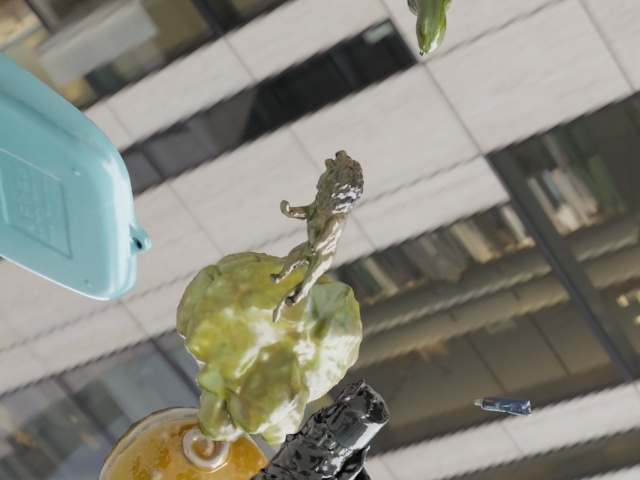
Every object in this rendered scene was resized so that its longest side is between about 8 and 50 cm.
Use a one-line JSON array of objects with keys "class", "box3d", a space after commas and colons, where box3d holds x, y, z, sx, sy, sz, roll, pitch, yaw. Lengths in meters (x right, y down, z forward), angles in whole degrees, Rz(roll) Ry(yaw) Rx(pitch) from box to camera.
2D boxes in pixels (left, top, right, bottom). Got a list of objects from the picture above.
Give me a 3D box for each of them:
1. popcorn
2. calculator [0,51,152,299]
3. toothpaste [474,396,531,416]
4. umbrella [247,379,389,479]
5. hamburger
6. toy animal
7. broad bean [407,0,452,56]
[{"class": "popcorn", "box3d": [-0.070, 0.142, 1.870, 0.276, 0.276, 0.225, -41, -170, -13]}, {"class": "calculator", "box3d": [-0.304, -0.083, 1.216, 0.386, 0.256, 0.054, 28, -126, 18]}, {"class": "toothpaste", "box3d": [0.265, 0.240, 2.010, 0.083, 0.027, 0.019, 3, -167, 22]}, {"class": "umbrella", "box3d": [-0.026, 0.274, 1.397, 0.336, 0.128, 0.154, -47, 156, 20]}, {"class": "hamburger", "box3d": [-0.167, 0.387, 1.975, 0.261, 0.302, 0.186, -51, -165, -6]}, {"class": "toy animal", "box3d": [-0.013, 0.002, 1.579, 0.069, 0.086, 0.220, 40, -68, 34]}, {"class": "broad bean", "box3d": [0.127, -0.282, 1.606, 0.213, 0.048, 0.070, -83, -172, -57]}]
